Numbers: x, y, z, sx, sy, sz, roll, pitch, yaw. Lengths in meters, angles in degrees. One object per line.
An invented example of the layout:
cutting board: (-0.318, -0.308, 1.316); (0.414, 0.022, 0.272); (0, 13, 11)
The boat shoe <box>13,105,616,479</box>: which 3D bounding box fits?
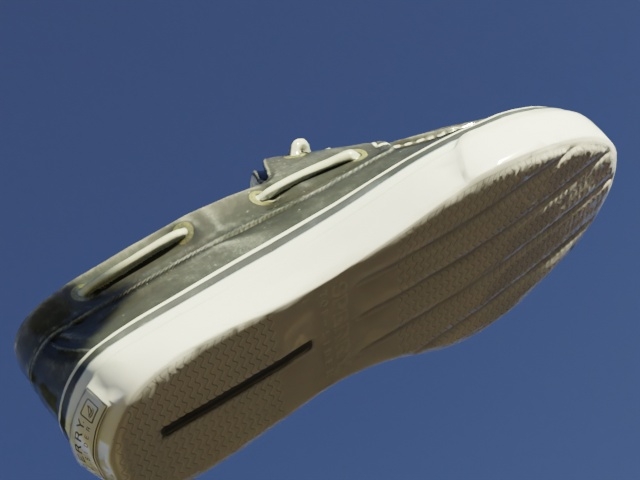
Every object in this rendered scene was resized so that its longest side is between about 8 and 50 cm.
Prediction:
boat shoe: (0.000, 0.000, 0.968); (0.335, 0.119, 0.121); (-25, -42, -29)
